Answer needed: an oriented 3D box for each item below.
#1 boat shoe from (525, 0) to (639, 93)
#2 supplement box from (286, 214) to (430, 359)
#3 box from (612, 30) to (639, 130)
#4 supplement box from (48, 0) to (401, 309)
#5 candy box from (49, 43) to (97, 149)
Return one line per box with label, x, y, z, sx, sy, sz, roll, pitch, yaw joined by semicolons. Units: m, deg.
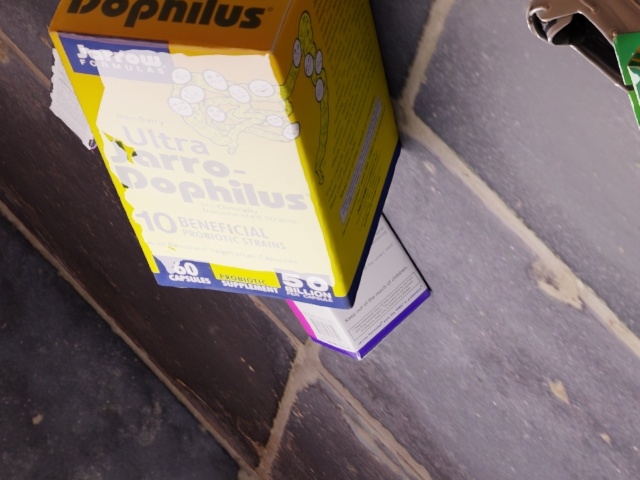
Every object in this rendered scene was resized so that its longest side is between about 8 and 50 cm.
boat shoe;0.177;-0.158;1.245;0.184;0.063;0.066;43;161;16
supplement box;0.000;0.000;1.902;0.220;0.114;0.111;56;162;-25
box;0.270;-0.080;1.142;0.179;0.043;0.105;11;141;37
supplement box;-0.068;-0.124;1.566;0.194;0.195;0.356;7;146;18
candy box;-0.195;-0.199;1.865;0.070;0.165;0.196;45;161;6
